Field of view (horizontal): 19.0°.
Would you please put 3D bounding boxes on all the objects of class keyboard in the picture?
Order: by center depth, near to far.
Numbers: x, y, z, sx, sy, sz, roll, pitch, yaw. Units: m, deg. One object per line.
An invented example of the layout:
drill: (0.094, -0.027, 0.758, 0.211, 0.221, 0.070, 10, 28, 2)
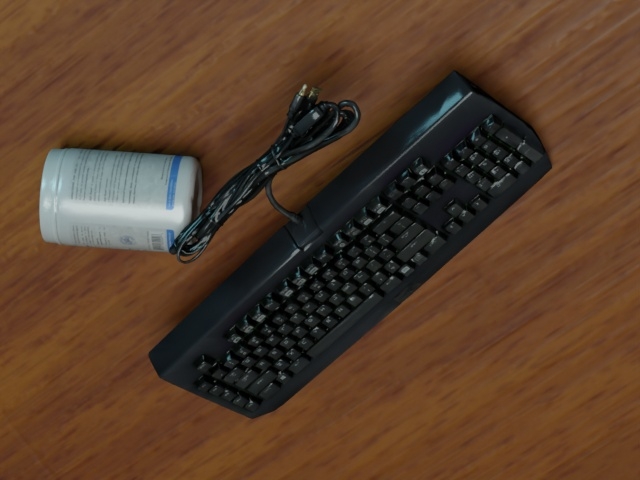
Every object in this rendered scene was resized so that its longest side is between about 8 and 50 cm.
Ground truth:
keyboard: (0.000, 0.000, 1.340, 0.317, 0.033, 0.201, -43, 129, 20)

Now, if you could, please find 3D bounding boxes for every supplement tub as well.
supplement tub: (-0.140, -0.028, 1.357, 0.107, 0.071, 0.071, 5, 115, 3)
